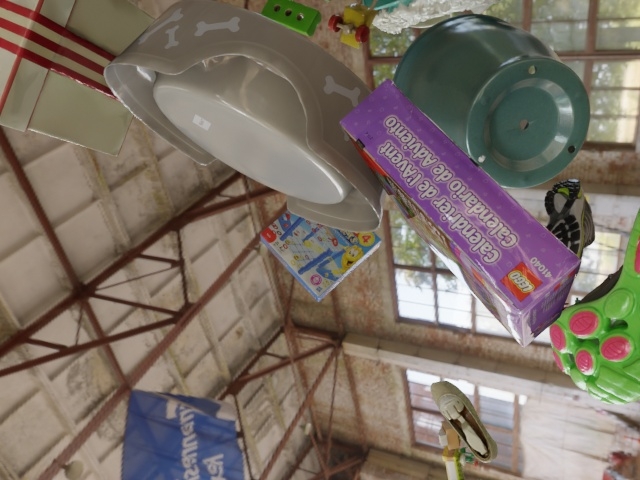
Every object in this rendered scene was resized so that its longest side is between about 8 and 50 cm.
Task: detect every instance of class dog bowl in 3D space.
[{"bbox_3d":[-0.067,-0.136,0.689,0.102,0.348,0.349,-63,-29,-10],"label":"dog bowl"}]

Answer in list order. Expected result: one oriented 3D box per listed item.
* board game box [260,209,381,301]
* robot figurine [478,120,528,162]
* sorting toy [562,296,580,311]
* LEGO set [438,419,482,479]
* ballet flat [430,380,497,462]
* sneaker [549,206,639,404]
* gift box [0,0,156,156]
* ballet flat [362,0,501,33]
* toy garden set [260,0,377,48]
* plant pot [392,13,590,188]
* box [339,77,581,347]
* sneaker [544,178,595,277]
[{"bbox_3d":[0.000,0.000,2.080,0.302,0.308,0.086,-42,-12,-13],"label":"board game box"},{"bbox_3d":[0.410,-0.272,1.434,0.353,0.299,0.200,-23,-82,-72],"label":"robot figurine"},{"bbox_3d":[0.580,0.152,1.345,0.061,0.101,0.042,62,-152,-78],"label":"sorting toy"},{"bbox_3d":[0.304,0.510,1.186,0.132,0.107,0.287,35,-127,-60],"label":"LEGO set"},{"bbox_3d":[0.258,0.322,1.064,0.057,0.168,0.052,-44,-20,13],"label":"ballet flat"},{"bbox_3d":[0.523,0.085,0.905,0.202,0.185,0.483,-17,-37,-28],"label":"sneaker"},{"bbox_3d":[-0.427,-0.275,0.835,0.258,0.276,0.255,13,-84,-69],"label":"gift box"},{"bbox_3d":[0.282,-0.537,1.267,0.147,0.408,0.147,1,-92,-54],"label":"ballet flat"},{"bbox_3d":[0.040,-0.448,0.997,0.244,0.203,0.049,-60,-27,2],"label":"toy garden set"},{"bbox_3d":[0.268,-0.204,0.918,0.255,0.271,0.272,-107,12,-67],"label":"plant pot"},{"bbox_3d":[0.137,-0.004,0.552,0.057,0.201,0.293,-42,-24,5],"label":"box"},{"bbox_3d":[0.584,-0.008,1.367,0.121,0.111,0.300,42,-127,-22],"label":"sneaker"}]
